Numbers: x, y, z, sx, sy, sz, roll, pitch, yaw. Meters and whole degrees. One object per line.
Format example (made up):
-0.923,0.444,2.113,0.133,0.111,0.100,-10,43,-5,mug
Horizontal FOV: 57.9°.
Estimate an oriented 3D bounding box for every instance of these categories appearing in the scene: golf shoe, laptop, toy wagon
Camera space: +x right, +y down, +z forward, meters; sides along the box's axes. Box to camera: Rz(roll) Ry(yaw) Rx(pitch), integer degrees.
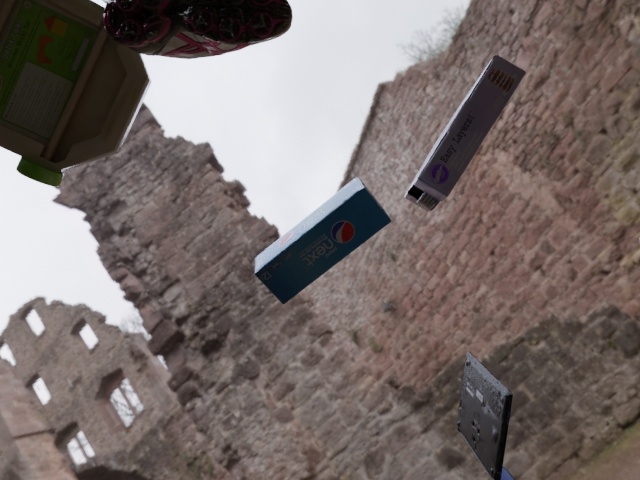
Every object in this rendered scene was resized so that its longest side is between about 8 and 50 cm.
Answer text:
-0.111,-0.215,0.565,0.086,0.186,0.067,-5,-81,-74,golf shoe
0.362,0.381,1.114,0.234,0.136,0.264,-122,38,-82,laptop
-0.401,-0.242,0.740,0.267,0.344,0.068,-65,9,1,toy wagon

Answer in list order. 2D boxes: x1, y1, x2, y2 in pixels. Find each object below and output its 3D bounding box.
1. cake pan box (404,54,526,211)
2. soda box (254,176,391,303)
0.254,-0.182,1.079,0.267,0.070,0.246,-57,-6,-3,cake pan box
0.000,0.000,0.883,0.210,0.071,0.067,-38,19,9,soda box
